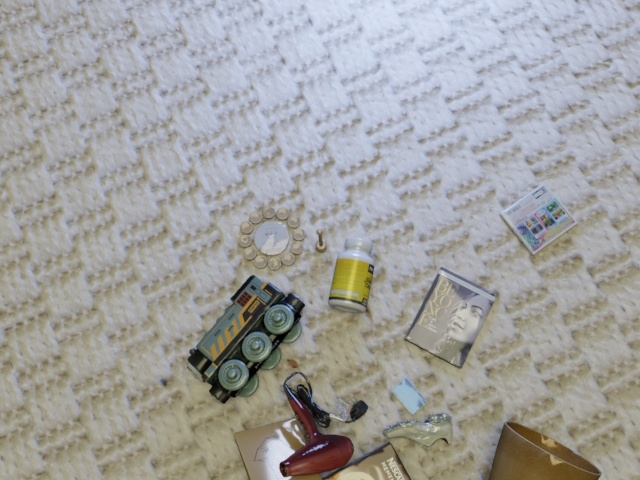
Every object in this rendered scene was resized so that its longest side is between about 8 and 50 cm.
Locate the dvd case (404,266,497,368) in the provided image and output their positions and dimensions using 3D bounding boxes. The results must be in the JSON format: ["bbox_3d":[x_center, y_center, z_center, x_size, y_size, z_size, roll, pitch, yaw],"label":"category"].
[{"bbox_3d":[0.343,0.201,1.861,0.165,0.018,0.221,27,77,9],"label":"dvd case"}]

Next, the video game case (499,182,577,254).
[{"bbox_3d":[0.594,-0.059,1.927,0.157,0.019,0.143,-34,77,-9],"label":"video game case"}]

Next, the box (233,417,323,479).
[{"bbox_3d":[-0.103,0.527,1.701,0.164,0.021,0.201,-8,40,-20],"label":"box"}]

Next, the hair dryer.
[{"bbox_3d":[-0.022,0.466,1.715,0.224,0.080,0.293,21,34,7],"label":"hair dryer"}]

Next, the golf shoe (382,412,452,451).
[{"bbox_3d":[0.246,0.485,1.762,0.176,0.069,0.086,-10,81,0],"label":"golf shoe"}]

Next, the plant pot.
[{"bbox_3d":[0.491,0.595,1.661,0.237,0.237,0.254,25,92,8],"label":"plant pot"}]

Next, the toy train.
[{"bbox_3d":[-0.190,0.248,1.807,0.190,0.142,0.334,36,80,22],"label":"toy train"}]

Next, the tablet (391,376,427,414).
[{"bbox_3d":[0.227,0.399,1.815,0.054,0.006,0.083,-40,78,-9],"label":"tablet"}]

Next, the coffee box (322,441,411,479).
[{"bbox_3d":[0.094,0.608,1.711,0.247,0.098,0.141,-28,75,-6],"label":"coffee box"}]

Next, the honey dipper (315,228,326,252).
[{"bbox_3d":[0.000,0.000,1.849,0.031,0.160,0.030,0,76,2],"label":"honey dipper"}]

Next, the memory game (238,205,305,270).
[{"bbox_3d":[-0.132,-0.007,1.932,0.186,0.012,0.186,0,75,0],"label":"memory game"}]

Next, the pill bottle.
[{"bbox_3d":[0.085,0.091,1.852,0.103,0.103,0.184,11,76,4],"label":"pill bottle"}]
